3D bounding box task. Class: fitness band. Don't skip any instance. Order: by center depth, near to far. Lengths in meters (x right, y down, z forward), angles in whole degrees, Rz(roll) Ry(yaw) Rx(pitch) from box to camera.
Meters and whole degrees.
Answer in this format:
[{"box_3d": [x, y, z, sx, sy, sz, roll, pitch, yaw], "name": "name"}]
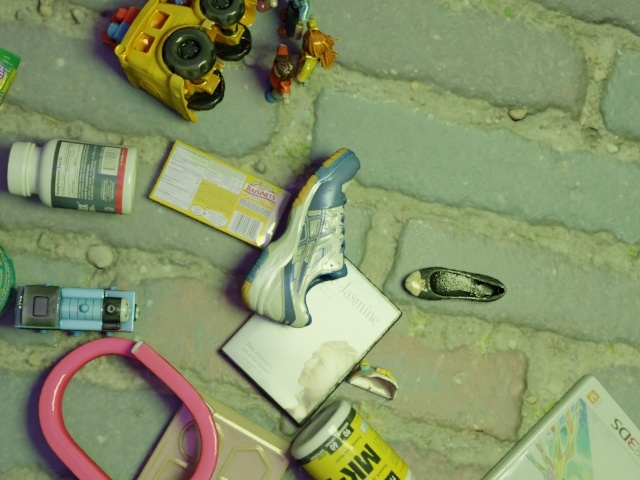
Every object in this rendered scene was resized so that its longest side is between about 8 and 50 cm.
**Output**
[{"box_3d": [-0.282, 0.275, 1.245, 0.291, 0.054, 0.209, 42, 77, 8], "name": "fitness band"}]

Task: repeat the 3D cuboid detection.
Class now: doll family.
[{"box_3d": [-0.034, -0.349, 1.332, 0.118, 0.163, 0.263, -8, 85, -11], "name": "doll family"}]

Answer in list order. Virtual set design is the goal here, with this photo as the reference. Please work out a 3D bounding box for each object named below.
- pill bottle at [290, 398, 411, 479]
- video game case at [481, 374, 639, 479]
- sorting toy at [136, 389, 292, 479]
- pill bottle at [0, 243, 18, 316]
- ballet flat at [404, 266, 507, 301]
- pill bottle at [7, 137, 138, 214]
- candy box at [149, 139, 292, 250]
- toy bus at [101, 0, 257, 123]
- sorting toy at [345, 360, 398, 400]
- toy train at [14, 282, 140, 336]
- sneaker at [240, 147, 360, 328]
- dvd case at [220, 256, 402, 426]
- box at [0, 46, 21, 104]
[{"box_3d": [0.064, 0.358, 1.291, 0.119, 0.119, 0.208, -44, 93, -12], "name": "pill bottle"}, {"box_3d": [0.435, 0.445, 1.393, 0.329, 0.036, 0.300, -41, 92, -12], "name": "video game case"}, {"box_3d": [-0.170, 0.364, 1.292, 0.193, 0.038, 0.208, 31, 74, -6], "name": "sorting toy"}, {"box_3d": [-0.508, 0.048, 1.144, 0.146, 0.264, 0.146, 1, 84, -11], "name": "pill bottle"}, {"box_3d": [0.225, 0.072, 1.390, 0.173, 0.049, 0.058, 3, 82, -10], "name": "ballet flat"}, {"box_3d": [-0.372, -0.100, 1.268, 0.180, 0.108, 0.108, 6, 82, -9], "name": "pill bottle"}, {"box_3d": [-0.160, -0.071, 1.345, 0.205, 0.027, 0.105, 25, 77, -7], "name": "candy box"}, {"box_3d": [-0.230, -0.329, 1.317, 0.211, 0.149, 0.220, 27, 77, 9], "name": "toy bus"}, {"box_3d": [0.092, 0.222, 1.334, 0.083, 0.075, 0.045, 23, 80, -8], "name": "sorting toy"}, {"box_3d": [-0.363, 0.104, 1.246, 0.184, 0.105, 0.080, 4, 83, -10], "name": "toy train"}, {"box_3d": [0.000, 0.000, 1.316, 0.131, 0.112, 0.296, 30, 83, 7], "name": "sneaker"}, {"box_3d": [-0.011, 0.147, 1.351, 0.180, 0.022, 0.253, 44, 78, -3], "name": "dvd case"}, {"box_3d": [-0.544, -0.228, 1.284, 0.105, 0.043, 0.179, 23, 78, -7], "name": "box"}]
